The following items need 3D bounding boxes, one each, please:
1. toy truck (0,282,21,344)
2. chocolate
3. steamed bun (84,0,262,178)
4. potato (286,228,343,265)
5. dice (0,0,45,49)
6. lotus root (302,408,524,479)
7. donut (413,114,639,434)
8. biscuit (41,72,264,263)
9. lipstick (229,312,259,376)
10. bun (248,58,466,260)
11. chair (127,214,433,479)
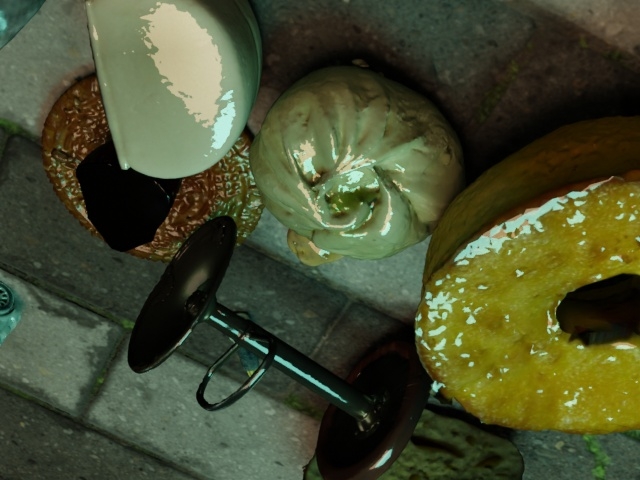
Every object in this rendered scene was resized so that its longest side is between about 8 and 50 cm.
[{"bbox_3d":[-0.584,0.083,1.818,0.305,0.162,0.136,38,129,-17],"label":"toy truck"},{"bbox_3d":[-0.233,-0.067,1.598,0.125,0.080,0.148,35,137,-1],"label":"chocolate"},{"bbox_3d":[-0.152,-0.196,1.456,0.164,0.146,0.241,-2,120,11],"label":"steamed bun"},{"bbox_3d":[0.000,0.000,1.658,0.083,0.062,0.068,-15,143,1],"label":"potato"},{"bbox_3d":[-0.408,-0.297,1.431,0.181,0.183,0.182,-30,119,32],"label":"dice"},{"bbox_3d":[0.099,0.400,1.807,0.316,0.316,0.250,16,135,2],"label":"lotus root"},{"bbox_3d":[0.292,0.034,1.491,0.378,0.163,0.435,2,134,-4],"label":"donut"},{"bbox_3d":[-0.213,-0.084,1.653,0.305,0.038,0.305,8,131,9],"label":"biscuit"},{"bbox_3d":[-0.105,0.152,1.832,0.037,0.037,0.116,2,135,14],"label":"lipstick"},{"bbox_3d":[0.033,-0.075,1.514,0.259,0.160,0.259,9,134,9],"label":"bun"},{"bbox_3d":[-0.020,0.162,1.663,0.401,0.226,0.226,33,131,-22],"label":"chair"}]
